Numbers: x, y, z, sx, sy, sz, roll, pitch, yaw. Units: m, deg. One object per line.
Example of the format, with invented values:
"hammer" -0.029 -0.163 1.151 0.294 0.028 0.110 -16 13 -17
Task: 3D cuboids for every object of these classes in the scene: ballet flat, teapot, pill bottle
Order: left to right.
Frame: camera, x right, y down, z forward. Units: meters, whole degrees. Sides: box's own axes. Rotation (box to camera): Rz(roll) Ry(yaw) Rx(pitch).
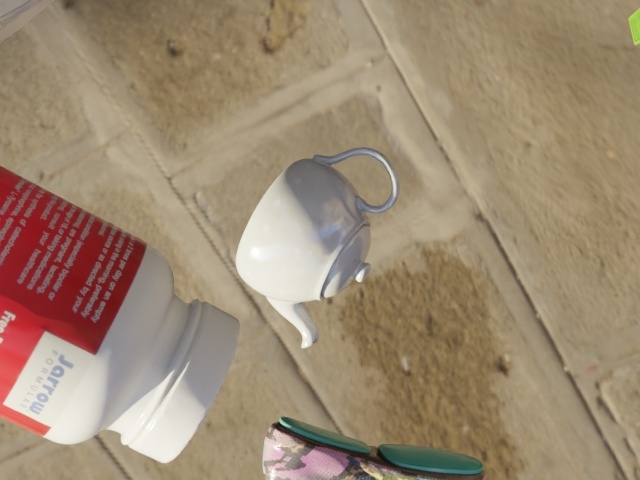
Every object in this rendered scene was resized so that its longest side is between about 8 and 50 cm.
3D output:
"pill bottle" -0.301 0.066 1.052 0.407 0.229 0.229 29 113 -13
"teapot" 0.000 0.000 1.637 0.187 0.252 0.256 30 151 12
"ballet flat" 0.049 0.232 1.002 0.221 0.077 0.079 13 94 -9

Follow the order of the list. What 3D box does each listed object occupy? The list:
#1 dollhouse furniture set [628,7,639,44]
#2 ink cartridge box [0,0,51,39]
"dollhouse furniture set" 0.418 -0.250 1.113 0.151 0.058 0.076 -9 84 -12
"ink cartridge box" -0.377 -0.287 0.959 0.171 0.168 0.233 -17 111 49
